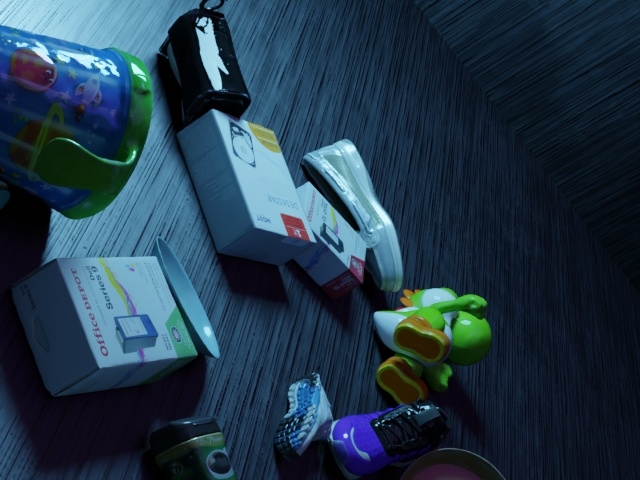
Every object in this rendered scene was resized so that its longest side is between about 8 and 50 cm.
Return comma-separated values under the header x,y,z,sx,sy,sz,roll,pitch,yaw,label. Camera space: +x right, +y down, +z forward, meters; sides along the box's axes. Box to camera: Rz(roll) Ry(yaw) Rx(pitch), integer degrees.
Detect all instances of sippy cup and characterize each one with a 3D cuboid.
x,y,z,sx,sy,sz,roll,pitch,yaw,label
-0.372,-0.168,1.610,0.224,0.305,0.240,20,72,-38,sippy cup

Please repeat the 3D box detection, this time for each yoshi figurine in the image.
x,y,z,sx,sy,sz,roll,pitch,yaw,label
0.236,0.192,2.367,0.362,0.204,0.203,-41,115,-67,yoshi figurine

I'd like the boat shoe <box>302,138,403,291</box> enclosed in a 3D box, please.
x,y,z,sx,sy,sz,roll,pitch,yaw,label
0.068,-0.040,2.415,0.118,0.103,0.320,116,-47,-72,boat shoe

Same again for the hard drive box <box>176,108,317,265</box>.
x,y,z,sx,sy,sz,roll,pitch,yaw,label
-0.124,-0.086,2.110,0.181,0.089,0.232,13,51,-56,hard drive box

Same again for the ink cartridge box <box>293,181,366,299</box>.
x,y,z,sx,sy,sz,roll,pitch,yaw,label
0.000,0.000,2.260,0.175,0.072,0.127,47,28,-25,ink cartridge box

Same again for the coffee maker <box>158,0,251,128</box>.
x,y,z,sx,sy,sz,roll,pitch,yaw,label
-0.194,-0.296,2.129,0.120,0.171,0.178,-10,61,-17,coffee maker

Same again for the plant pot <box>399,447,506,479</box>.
x,y,z,sx,sy,sz,roll,pitch,yaw,label
0.221,0.463,2.070,0.236,0.032,0.236,8,67,-19,plant pot

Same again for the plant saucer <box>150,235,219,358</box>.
x,y,z,sx,sy,sz,roll,pitch,yaw,label
-0.202,0.088,1.780,0.195,0.037,0.195,63,2,-3,plant saucer

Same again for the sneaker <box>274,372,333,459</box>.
x,y,z,sx,sy,sz,roll,pitch,yaw,label
-0.013,0.284,1.924,0.083,0.071,0.190,57,24,-18,sneaker

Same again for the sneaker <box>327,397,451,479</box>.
x,y,z,sx,sy,sz,roll,pitch,yaw,label
0.125,0.310,2.051,0.293,0.146,0.102,4,58,-61,sneaker

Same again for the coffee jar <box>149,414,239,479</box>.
x,y,z,sx,sy,sz,roll,pitch,yaw,label
-0.150,0.317,1.615,0.096,0.079,0.184,0,62,-58,coffee jar

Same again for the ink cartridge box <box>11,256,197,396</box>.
x,y,z,sx,sy,sz,roll,pitch,yaw,label
-0.275,0.107,1.608,0.212,0.093,0.154,1,62,-60,ink cartridge box

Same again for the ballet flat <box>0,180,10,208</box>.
x,y,z,sx,sy,sz,roll,pitch,yaw,label
-0.450,-0.039,1.487,0.079,0.077,0.221,37,27,0,ballet flat
